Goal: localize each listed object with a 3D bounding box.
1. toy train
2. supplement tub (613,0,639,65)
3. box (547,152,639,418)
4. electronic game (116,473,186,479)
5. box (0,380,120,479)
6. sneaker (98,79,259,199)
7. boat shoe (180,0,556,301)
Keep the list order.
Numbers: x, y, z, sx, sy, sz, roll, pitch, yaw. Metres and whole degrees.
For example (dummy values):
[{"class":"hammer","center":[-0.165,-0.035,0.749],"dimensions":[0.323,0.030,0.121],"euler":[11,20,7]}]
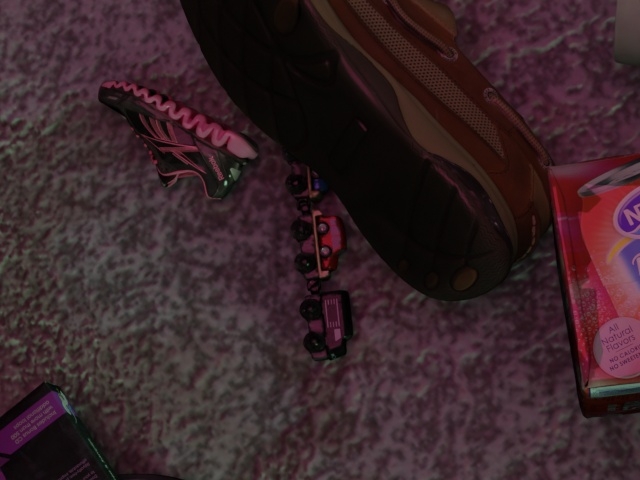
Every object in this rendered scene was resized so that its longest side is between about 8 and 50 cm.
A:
[{"class":"toy train","center":[0.000,0.000,1.173],"dimensions":[0.036,0.027,0.158],"euler":[-8,80,6]},{"class":"supplement tub","center":[0.349,-0.184,1.033],"dimensions":[0.331,0.241,0.241],"euler":[8,83,11]},{"class":"box","center":[0.202,0.028,1.017],"dimensions":[0.128,0.257,0.123],"euler":[-9,80,7]},{"class":"electronic game","center":[-0.119,0.264,1.142],"dimensions":[0.229,0.048,0.229],"euler":[-1,81,9]},{"class":"box","center":[-0.173,0.188,1.135],"dimensions":[0.116,0.029,0.162],"euler":[-39,71,4]},{"class":"sneaker","center":[-0.103,-0.066,1.196],"dimensions":[0.119,0.047,0.057],"euler":[28,98,14]},{"class":"boat shoe","center":[0.030,-0.109,1.147],"dimensions":[0.120,0.122,0.324],"euler":[-32,80,-37]}]
